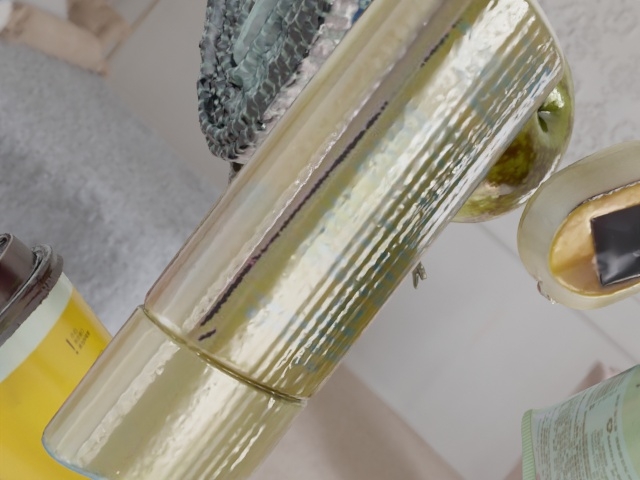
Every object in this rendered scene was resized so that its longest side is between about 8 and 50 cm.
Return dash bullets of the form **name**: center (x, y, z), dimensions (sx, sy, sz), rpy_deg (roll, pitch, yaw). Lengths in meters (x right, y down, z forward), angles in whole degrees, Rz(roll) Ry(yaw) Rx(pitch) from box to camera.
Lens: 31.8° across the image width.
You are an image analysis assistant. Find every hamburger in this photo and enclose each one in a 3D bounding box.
- **hamburger**: center (0.316, -0.014, 1.226), dimensions (0.116, 0.210, 0.173), rpy_deg (-131, -160, -68)

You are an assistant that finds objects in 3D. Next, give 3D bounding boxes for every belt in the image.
- **belt**: center (0.026, -0.179, 0.857), dimensions (0.161, 0.295, 0.206), rpy_deg (11, 38, -27)

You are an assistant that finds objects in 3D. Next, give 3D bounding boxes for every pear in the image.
- **pear**: center (0.165, -0.156, 1.353), dimensions (0.284, 0.283, 0.283), rpy_deg (39, 10, -9)

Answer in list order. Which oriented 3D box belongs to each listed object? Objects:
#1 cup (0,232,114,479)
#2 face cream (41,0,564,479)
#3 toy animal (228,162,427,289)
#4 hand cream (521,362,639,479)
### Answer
- **cup**: center (-0.236, 0.142, 0.964), dimensions (0.279, 0.196, 0.196), rpy_deg (51, 6, -21)
- **face cream**: center (0.000, 0.000, 0.526), dimensions (0.067, 0.285, 0.139), rpy_deg (38, 1, 32)
- **toy animal**: center (-0.002, -0.030, 1.029), dimensions (0.214, 0.094, 0.186), rpy_deg (7, 64, -46)
- **hand cream**: center (0.194, 0.137, 0.697), dimensions (0.093, 0.306, 0.147), rpy_deg (9, 64, -16)
